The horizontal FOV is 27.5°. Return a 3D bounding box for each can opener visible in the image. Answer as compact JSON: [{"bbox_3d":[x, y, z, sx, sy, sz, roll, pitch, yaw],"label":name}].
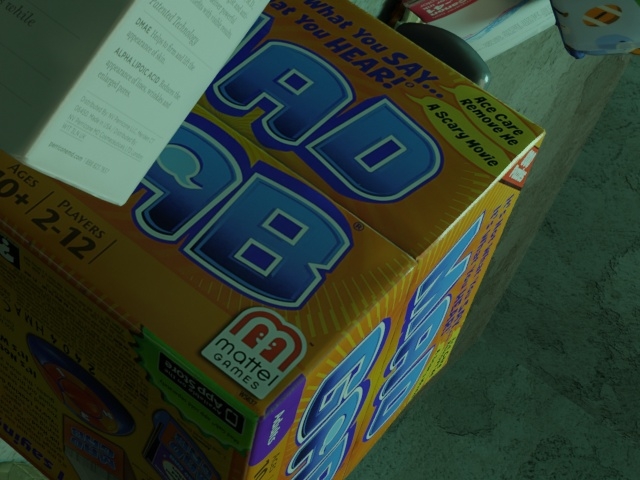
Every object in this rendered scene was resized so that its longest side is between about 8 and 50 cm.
[{"bbox_3d":[0.031,-0.183,1.191,0.074,0.280,0.093,-20,136,-61],"label":"can opener"}]

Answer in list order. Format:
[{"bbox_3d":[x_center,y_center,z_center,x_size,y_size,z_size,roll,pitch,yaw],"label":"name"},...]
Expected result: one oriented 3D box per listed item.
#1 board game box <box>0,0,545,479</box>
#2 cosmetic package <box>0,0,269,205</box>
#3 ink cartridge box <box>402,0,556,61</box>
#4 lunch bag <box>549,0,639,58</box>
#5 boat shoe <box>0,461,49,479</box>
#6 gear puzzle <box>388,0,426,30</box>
[{"bbox_3d":[-0.093,0.019,1.109,0.356,0.356,0.356,-43,161,-33],"label":"board game box"},{"bbox_3d":[-0.113,-0.241,0.794,0.385,0.217,0.156,-56,164,2],"label":"cosmetic package"},{"bbox_3d":[0.125,-0.312,1.256,0.131,0.226,0.306,-28,169,13],"label":"ink cartridge box"},{"bbox_3d":[0.256,-0.308,1.135,0.303,0.115,0.243,51,45,-64],"label":"lunch bag"},{"bbox_3d":[-0.351,0.307,1.442,0.092,0.103,0.285,-49,160,2],"label":"boat shoe"},{"bbox_3d":[0.141,-0.330,1.643,0.175,0.044,0.339,-32,150,-49],"label":"gear puzzle"}]
